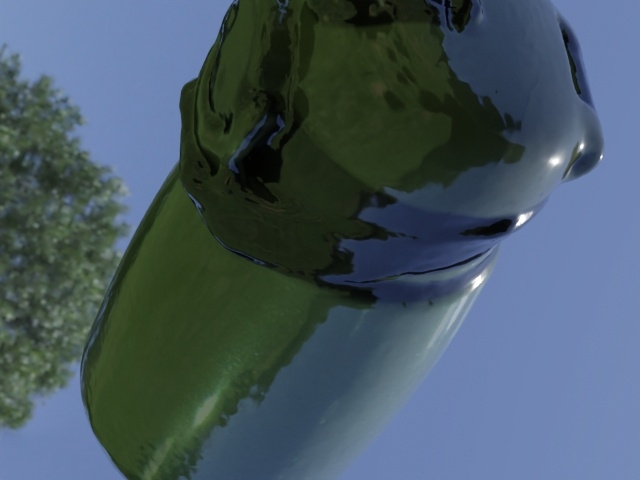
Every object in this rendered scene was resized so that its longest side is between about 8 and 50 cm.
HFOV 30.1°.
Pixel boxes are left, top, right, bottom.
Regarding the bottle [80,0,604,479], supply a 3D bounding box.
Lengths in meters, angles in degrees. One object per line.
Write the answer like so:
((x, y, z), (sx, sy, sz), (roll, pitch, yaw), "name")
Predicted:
((-0.002, -0.001, 0.563), (0.347, 0.168, 0.168), (122, -30, -49), "bottle")
